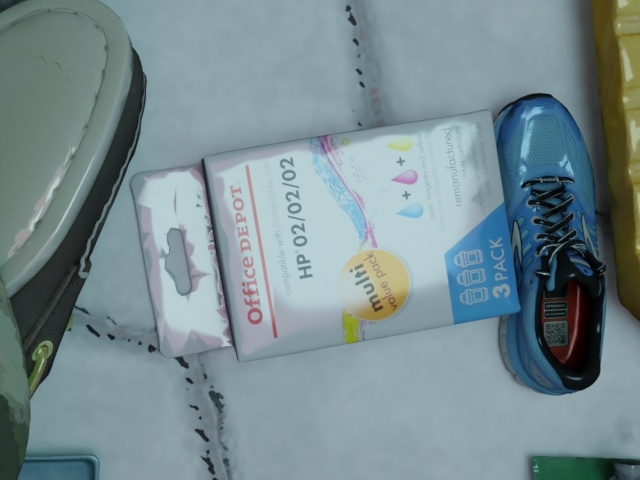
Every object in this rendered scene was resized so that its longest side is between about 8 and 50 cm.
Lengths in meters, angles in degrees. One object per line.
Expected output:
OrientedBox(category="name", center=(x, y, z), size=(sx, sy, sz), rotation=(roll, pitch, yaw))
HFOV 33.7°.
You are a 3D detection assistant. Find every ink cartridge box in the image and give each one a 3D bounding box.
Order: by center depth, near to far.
OrientedBox(category="ink cartridge box", center=(0.000, 0.000, 0.538), size=(0.181, 0.061, 0.104), rotation=(-10, 93, -7))

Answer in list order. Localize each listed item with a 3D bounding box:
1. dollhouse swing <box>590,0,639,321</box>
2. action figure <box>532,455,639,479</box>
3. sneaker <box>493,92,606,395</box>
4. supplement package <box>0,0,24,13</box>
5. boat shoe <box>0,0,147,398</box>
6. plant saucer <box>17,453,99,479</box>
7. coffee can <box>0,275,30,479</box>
OrientedBox(category="dollhouse swing", center=(0.345, -0.090, 0.479), size=(0.305, 0.315, 0.346), rotation=(-7, 94, -27))
OrientedBox(category="action figure", center=(0.181, 0.235, 0.558), size=(0.137, 0.063, 0.232), rotation=(2, 83, 0))
OrientedBox(category="sneaker", center=(0.127, 0.003, 0.549), size=(0.063, 0.073, 0.162), rotation=(-8, 94, -7))
OrientedBox(category="supplement package", center=(-0.227, -0.168, 0.442), size=(0.293, 0.177, 0.175), rotation=(-24, 95, -7))
OrientedBox(category="boat shoe", center=(-0.175, 0.038, 0.499), size=(0.117, 0.097, 0.324), rotation=(28, 86, 25))
OrientedBox(category="plant saucer", center=(-0.149, 0.205, 0.549), size=(0.067, 0.018, 0.192), rotation=(0, 93, -8))
OrientedBox(category="coffee can", center=(-0.273, 0.069, 0.361), size=(0.275, 0.201, 0.201), rotation=(-29, 96, 11))
